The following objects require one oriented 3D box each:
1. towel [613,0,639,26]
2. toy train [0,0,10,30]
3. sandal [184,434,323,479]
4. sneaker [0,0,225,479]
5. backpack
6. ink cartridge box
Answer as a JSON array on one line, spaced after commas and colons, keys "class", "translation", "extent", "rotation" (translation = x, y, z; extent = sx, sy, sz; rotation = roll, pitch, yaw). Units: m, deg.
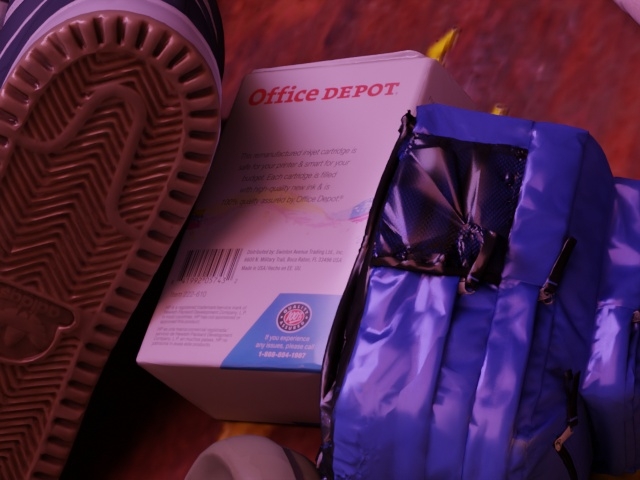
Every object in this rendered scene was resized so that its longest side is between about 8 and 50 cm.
[{"class": "towel", "translation": [0.238, -0.151, 0.554], "extent": [0.317, 0.053, 0.332], "rotation": [-41, 42, 8]}, {"class": "toy train", "translation": [-0.141, -0.210, 0.861], "extent": [0.190, 0.142, 0.334], "rotation": [-22, 49, 42]}, {"class": "sandal", "translation": [-0.056, 0.187, 0.498], "extent": [0.120, 0.086, 0.303], "rotation": [-48, 29, 43]}, {"class": "sneaker", "translation": [-0.121, 0.009, 0.703], "extent": [0.282, 0.099, 0.153], "rotation": [-55, 16, 22]}, {"class": "backpack", "translation": [0.053, 0.034, 0.537], "extent": [0.101, 0.098, 0.120], "rotation": [10, 64, 22]}, {"class": "ink cartridge box", "translation": [0.000, 0.000, 0.639], "extent": [0.088, 0.052, 0.122], "rotation": [-1, 61, 39]}]
